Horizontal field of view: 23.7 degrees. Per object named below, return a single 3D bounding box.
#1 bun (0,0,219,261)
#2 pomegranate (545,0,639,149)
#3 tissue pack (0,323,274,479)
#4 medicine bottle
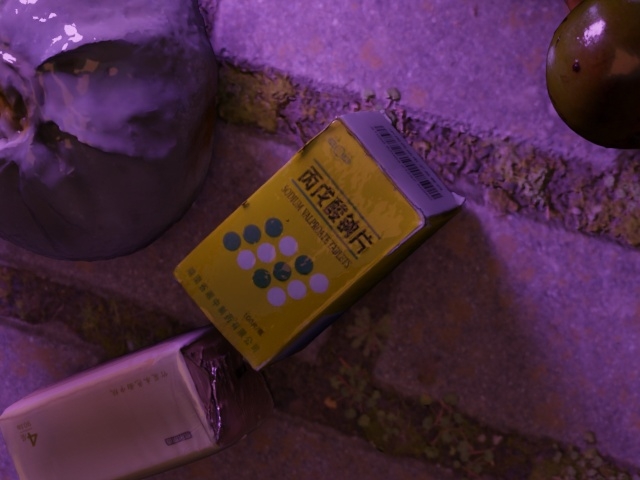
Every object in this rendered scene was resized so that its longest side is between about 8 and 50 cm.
[{"bbox_3d":[-0.269,-0.148,1.535,0.361,0.211,0.362,4,102,19],"label":"bun"},{"bbox_3d":[0.274,-0.174,1.388,0.159,0.159,0.205,-29,64,21],"label":"pomegranate"},{"bbox_3d":[-0.188,0.180,1.588,0.234,0.159,0.125,-22,92,21],"label":"tissue pack"},{"bbox_3d":[0.000,0.000,1.507,0.250,0.141,0.137,-42,81,20],"label":"medicine bottle"}]
